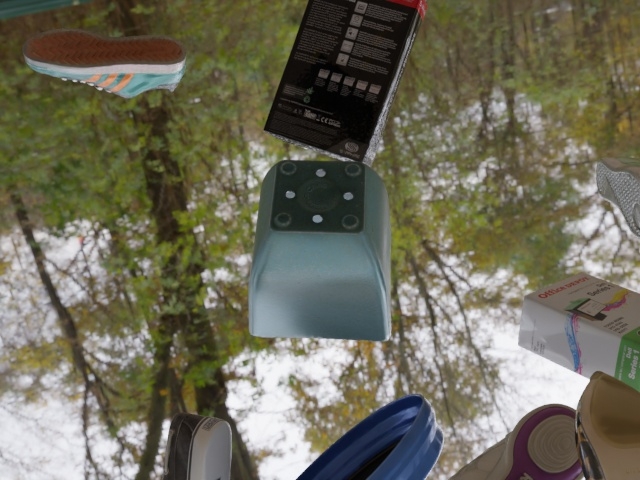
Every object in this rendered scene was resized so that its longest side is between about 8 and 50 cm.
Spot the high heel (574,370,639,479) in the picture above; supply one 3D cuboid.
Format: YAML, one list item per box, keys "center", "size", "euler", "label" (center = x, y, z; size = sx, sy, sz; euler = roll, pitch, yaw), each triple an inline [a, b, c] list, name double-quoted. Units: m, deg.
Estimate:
- center: [0.268, 0.253, 0.663]
  size: [0.093, 0.186, 0.261]
  euler: [3, -153, 2]
  label: "high heel"

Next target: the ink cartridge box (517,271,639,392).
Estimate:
- center: [0.551, 0.175, 1.412]
  size: [0.201, 0.117, 0.278]
  euler: [-15, -154, -35]
  label: "ink cartridge box"

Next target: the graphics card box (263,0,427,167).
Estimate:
- center: [0.053, -0.358, 1.537]
  size: [0.233, 0.370, 0.094]
  euler: [19, -179, 15]
  label: "graphics card box"

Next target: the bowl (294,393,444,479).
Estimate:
- center: [0.051, 0.420, 1.273]
  size: [0.391, 0.077, 0.391]
  euler: [-40, 179, -1]
  label: "bowl"

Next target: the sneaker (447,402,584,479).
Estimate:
- center: [0.187, 0.315, 0.843]
  size: [0.305, 0.114, 0.152]
  euler: [-31, 155, -17]
  label: "sneaker"

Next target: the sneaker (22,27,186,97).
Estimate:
- center: [-0.417, -0.333, 1.447]
  size: [0.302, 0.108, 0.121]
  euler: [0, 148, -16]
  label: "sneaker"

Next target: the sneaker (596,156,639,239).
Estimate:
- center: [0.501, -0.073, 1.046]
  size: [0.151, 0.094, 0.256]
  euler: [-6, -158, 6]
  label: "sneaker"

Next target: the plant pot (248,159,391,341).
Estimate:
- center: [0.000, 0.000, 1.241]
  size: [0.248, 0.252, 0.247]
  euler: [2, -124, 3]
  label: "plant pot"

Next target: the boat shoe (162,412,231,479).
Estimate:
- center: [-0.212, 0.422, 1.165]
  size: [0.102, 0.301, 0.108]
  euler: [7, -175, 25]
  label: "boat shoe"
